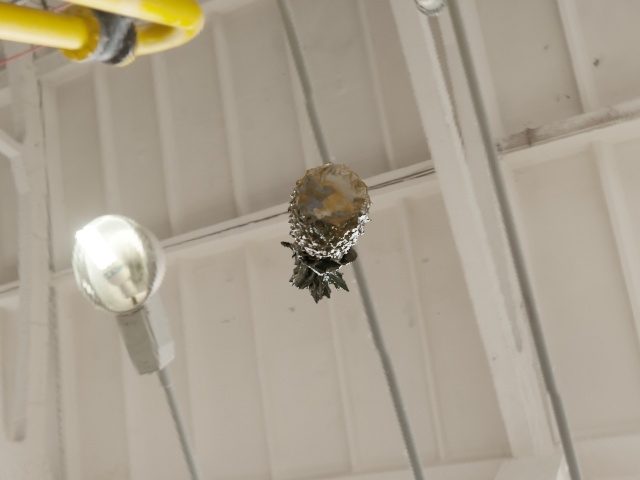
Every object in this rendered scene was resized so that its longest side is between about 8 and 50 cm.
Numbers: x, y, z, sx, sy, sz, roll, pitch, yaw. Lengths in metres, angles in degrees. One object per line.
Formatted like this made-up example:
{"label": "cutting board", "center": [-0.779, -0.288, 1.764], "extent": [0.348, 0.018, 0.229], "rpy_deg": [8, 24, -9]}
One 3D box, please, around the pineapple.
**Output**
{"label": "pineapple", "center": [0.000, 0.000, 1.137], "extent": [0.125, 0.125, 0.251], "rpy_deg": [34, -31, 15]}
